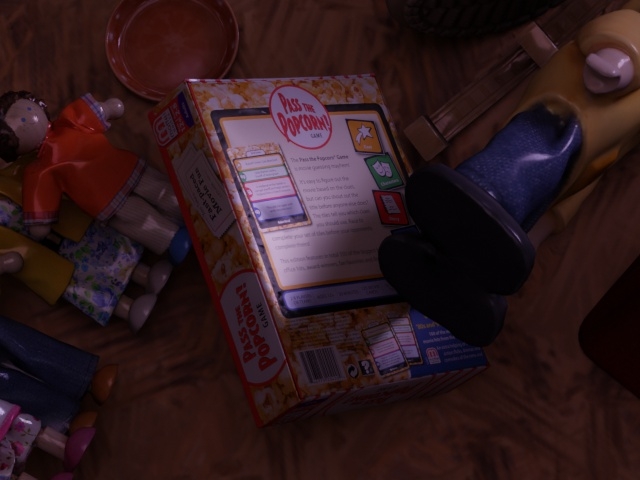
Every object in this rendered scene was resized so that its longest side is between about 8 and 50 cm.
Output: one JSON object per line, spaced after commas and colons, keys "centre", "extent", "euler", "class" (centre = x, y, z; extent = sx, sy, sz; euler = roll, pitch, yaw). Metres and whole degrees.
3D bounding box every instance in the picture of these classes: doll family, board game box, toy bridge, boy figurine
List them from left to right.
{"centre": [-0.185, 0.036, 1.084], "extent": [0.163, 0.118, 0.263], "euler": [29, 64, -8], "class": "doll family"}
{"centre": [0.000, 0.000, 1.083], "extent": [0.146, 0.045, 0.194], "euler": [-5, 68, -41], "class": "board game box"}
{"centre": [0.130, -0.117, 1.136], "extent": [0.188, 0.063, 0.026], "euler": [-41, 87, 10], "class": "toy bridge"}
{"centre": [0.148, -0.054, 1.079], "extent": [0.092, 0.177, 0.285], "euler": [40, 49, 16], "class": "boy figurine"}

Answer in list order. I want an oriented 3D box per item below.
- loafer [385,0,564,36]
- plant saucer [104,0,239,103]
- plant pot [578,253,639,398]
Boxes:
{"centre": [0.150, -0.207, 1.154], "extent": [0.268, 0.102, 0.092], "euler": [-24, 73, -13], "class": "loafer"}
{"centre": [-0.092, -0.123, 1.182], "extent": [0.083, 0.013, 0.084], "euler": [-1, 74, 2], "class": "plant saucer"}
{"centre": [0.325, 0.012, 1.005], "extent": [0.267, 0.236, 0.267], "euler": [40, 80, 13], "class": "plant pot"}
